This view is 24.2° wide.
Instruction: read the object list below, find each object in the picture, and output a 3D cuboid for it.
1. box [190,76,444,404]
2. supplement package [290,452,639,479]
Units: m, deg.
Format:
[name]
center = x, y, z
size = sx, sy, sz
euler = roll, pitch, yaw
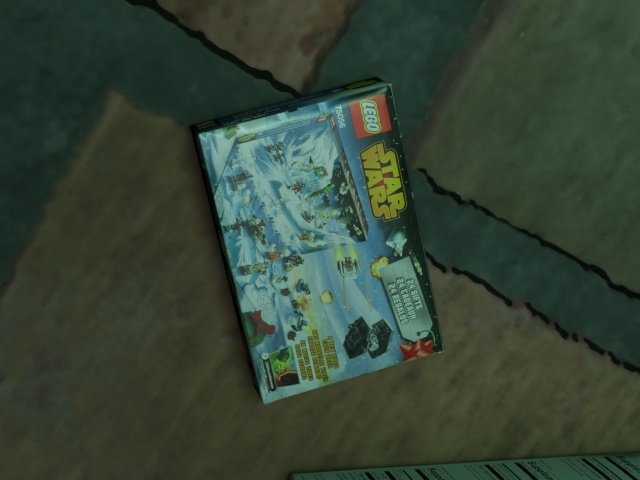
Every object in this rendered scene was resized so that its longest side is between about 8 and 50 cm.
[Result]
[box]
center = 0.000, 0.000, 0.707
size = 0.094, 0.027, 0.137
euler = -15, 107, -10
[supplement package]
center = 0.095, 0.221, 0.722
size = 0.203, 0.149, 0.194
euler = -1, 105, -15
